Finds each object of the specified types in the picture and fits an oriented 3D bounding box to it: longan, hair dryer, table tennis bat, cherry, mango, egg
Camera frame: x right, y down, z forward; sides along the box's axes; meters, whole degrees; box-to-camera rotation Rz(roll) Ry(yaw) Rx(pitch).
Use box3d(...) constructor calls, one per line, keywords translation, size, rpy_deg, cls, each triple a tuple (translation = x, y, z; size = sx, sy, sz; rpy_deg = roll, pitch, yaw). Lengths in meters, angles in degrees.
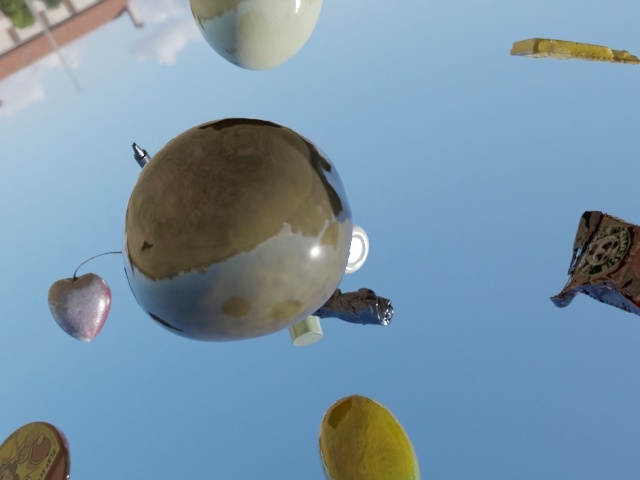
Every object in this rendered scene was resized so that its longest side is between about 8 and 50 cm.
box3d(translation=(-0.114, -0.010, 1.117), size=(0.319, 0.319, 0.319), rpy_deg=(-21, -156, 10), cls="longan")
box3d(translation=(-0.372, -0.128, 1.911), size=(0.070, 0.255, 0.128), rpy_deg=(-23, -125, 4), cls="hair dryer")
box3d(translation=(-0.565, 0.503, 1.641), size=(0.414, 0.051, 0.268), rpy_deg=(10, -111, 47), cls="table tennis bat")
box3d(translation=(-0.460, 0.124, 1.706), size=(0.188, 0.115, 0.148), rpy_deg=(-12, -119, -7), cls="cherry")
box3d(translation=(0.065, 0.295, 1.086), size=(0.130, 0.092, 0.195), rpy_deg=(4, -127, -23), cls="mango")
box3d(translation=(-0.102, -0.407, 1.327), size=(0.219, 0.269, 0.219), rpy_deg=(3, -155, -1), cls="egg")

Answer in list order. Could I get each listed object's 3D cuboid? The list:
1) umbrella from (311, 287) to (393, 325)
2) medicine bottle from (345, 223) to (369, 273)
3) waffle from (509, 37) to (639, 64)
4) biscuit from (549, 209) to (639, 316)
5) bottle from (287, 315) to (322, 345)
box3d(translation=(0.013, 0.108, 1.491), size=(0.248, 0.071, 0.071), rpy_deg=(7, -142, 32), cls="umbrella")
box3d(translation=(0.000, 0.000, 2.152), size=(0.131, 0.131, 0.250), rpy_deg=(-39, -144, -28), cls="medicine bottle")
box3d(translation=(0.441, -0.323, 1.451), size=(0.191, 0.032, 0.125), rpy_deg=(6, -173, -9), cls="waffle")
box3d(translation=(0.412, 0.039, 1.106), size=(0.151, 0.063, 0.235), rpy_deg=(-55, -150, -12), cls="biscuit")
box3d(translation=(-0.054, 0.126, 1.822), size=(0.072, 0.072, 0.201), rpy_deg=(-22, -117, 8), cls="bottle")
